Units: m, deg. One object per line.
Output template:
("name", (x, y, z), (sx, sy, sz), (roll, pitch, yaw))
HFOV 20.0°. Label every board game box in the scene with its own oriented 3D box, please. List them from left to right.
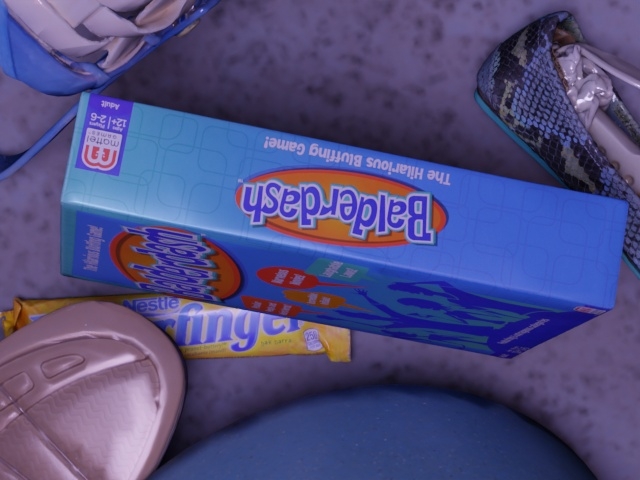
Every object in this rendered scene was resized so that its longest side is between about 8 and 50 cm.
("board game box", (0.000, 0.000, 0.743), (0.210, 0.160, 0.047), (11, 78, -5))

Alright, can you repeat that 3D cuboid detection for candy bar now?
("candy bar", (-0.066, 0.040, 0.832), (0.162, 0.018, 0.040), (-3, 103, 0))

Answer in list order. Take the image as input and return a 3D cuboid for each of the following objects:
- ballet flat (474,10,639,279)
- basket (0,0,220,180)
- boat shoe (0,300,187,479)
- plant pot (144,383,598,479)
("ballet flat", (0.143, -0.023, 0.762), (0.070, 0.070, 0.188), (-46, 79, 10))
("basket", (-0.132, -0.176, 0.698), (0.289, 0.201, 0.254), (-30, 105, 42))
("boat shoe", (-0.155, 0.146, 0.821), (0.103, 0.092, 0.285), (35, 96, 8))
("plant pot", (0.039, 0.232, 0.746), (0.290, 0.195, 0.290), (-7, 115, -16))
